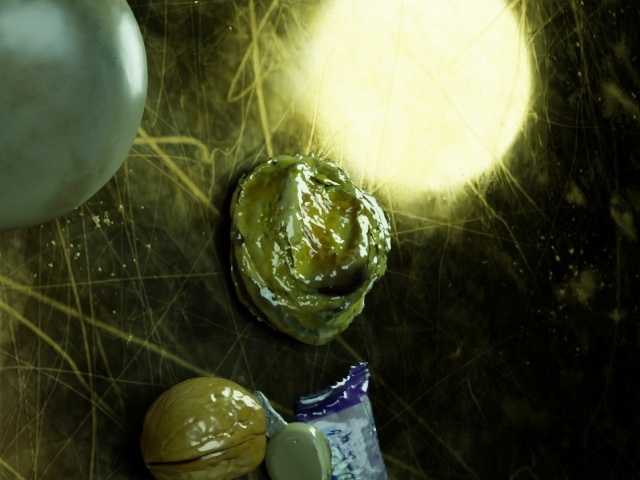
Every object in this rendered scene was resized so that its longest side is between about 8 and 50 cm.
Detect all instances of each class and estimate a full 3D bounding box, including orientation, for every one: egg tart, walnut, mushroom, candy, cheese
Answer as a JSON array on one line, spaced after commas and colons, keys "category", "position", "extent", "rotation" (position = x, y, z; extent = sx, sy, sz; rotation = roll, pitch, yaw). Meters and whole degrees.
[{"category": "egg tart", "position": [0.000, 0.000, 1.964], "extent": [0.297, 0.132, 0.297], "rotation": [14, 67, -36]}, {"category": "walnut", "position": [-0.155, 0.250, 1.778], "extent": [0.180, 0.144, 0.144], "rotation": [-17, 93, -35]}, {"category": "mushroom", "position": [-0.386, -0.193, 1.598], "extent": [0.362, 0.294, 0.362], "rotation": [-8, 115, -18]}, {"category": "candy", "position": [0.044, 0.325, 1.971], "extent": [0.145, 0.070, 0.275], "rotation": [-17, 97, -33]}, {"category": "cheese", "position": [-0.040, 0.282, 1.898], "extent": [0.047, 0.092, 0.171], "rotation": [-35, 105, -79]}]
